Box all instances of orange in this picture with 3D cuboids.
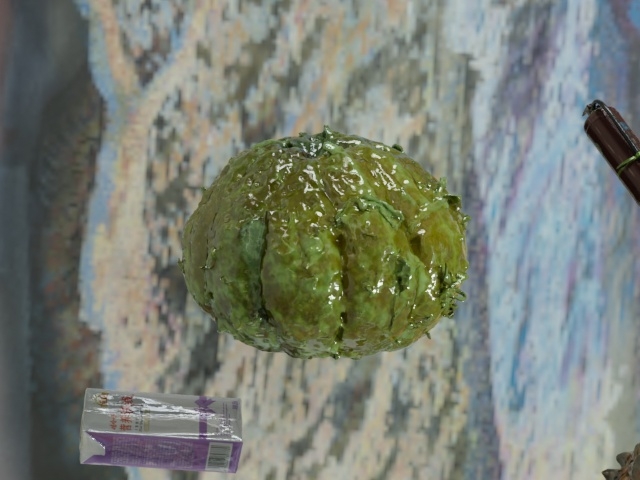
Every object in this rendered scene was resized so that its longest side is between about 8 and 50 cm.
[{"bbox_3d":[0.000,0.000,1.301,0.301,0.300,0.223,-52,141,-77],"label":"orange"}]

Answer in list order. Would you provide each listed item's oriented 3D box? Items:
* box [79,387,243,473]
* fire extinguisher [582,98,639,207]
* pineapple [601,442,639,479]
[{"bbox_3d":[-0.116,0.138,0.945,0.050,0.117,0.036,-95,-167,-55],"label":"box"},{"bbox_3d":[0.274,-0.082,1.179,0.056,0.039,0.132,75,-12,-59],"label":"fire extinguisher"},{"bbox_3d":[0.239,0.170,0.767,0.193,0.166,0.166,55,40,-58],"label":"pineapple"}]
